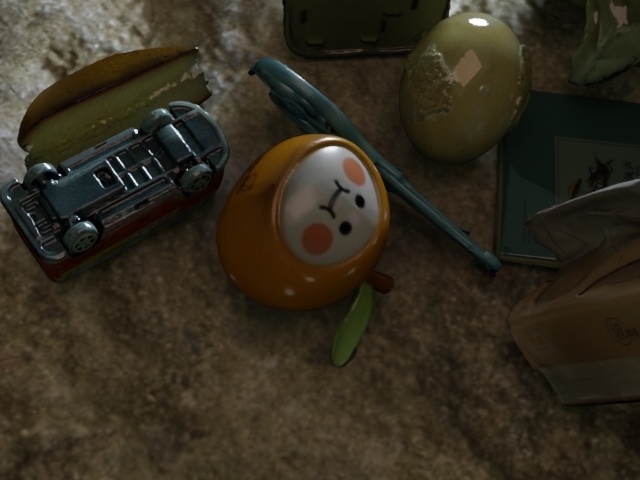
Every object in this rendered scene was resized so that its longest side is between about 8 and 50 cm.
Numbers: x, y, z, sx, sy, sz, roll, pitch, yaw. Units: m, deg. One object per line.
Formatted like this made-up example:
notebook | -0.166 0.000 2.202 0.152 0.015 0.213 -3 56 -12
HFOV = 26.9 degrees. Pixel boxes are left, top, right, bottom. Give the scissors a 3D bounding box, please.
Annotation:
scissors | 0.069 -0.091 1.625 0.393 0.180 0.032 40 86 5

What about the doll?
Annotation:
doll | 0.000 0.000 1.546 0.236 0.213 0.213 43 59 -20

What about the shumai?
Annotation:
shumai | 0.399 -0.360 1.697 0.291 0.330 0.289 19 49 -10

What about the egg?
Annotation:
egg | 0.180 -0.189 1.672 0.164 0.164 0.202 22 74 8

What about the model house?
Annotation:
model house | 0.049 -0.409 1.784 0.218 0.205 0.279 -2 52 -7

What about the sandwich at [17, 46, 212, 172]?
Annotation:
sandwich | -0.263 -0.160 1.636 0.258 0.094 0.096 -29 34 -22

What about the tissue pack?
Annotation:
tissue pack | 0.355 0.037 1.442 0.238 0.305 0.239 3 80 -20

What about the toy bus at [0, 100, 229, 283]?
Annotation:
toy bus | -0.235 -0.056 1.582 0.265 0.120 0.121 -30 67 -20

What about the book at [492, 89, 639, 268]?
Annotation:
book | 0.409 -0.067 1.695 0.379 0.031 0.264 7 59 0
